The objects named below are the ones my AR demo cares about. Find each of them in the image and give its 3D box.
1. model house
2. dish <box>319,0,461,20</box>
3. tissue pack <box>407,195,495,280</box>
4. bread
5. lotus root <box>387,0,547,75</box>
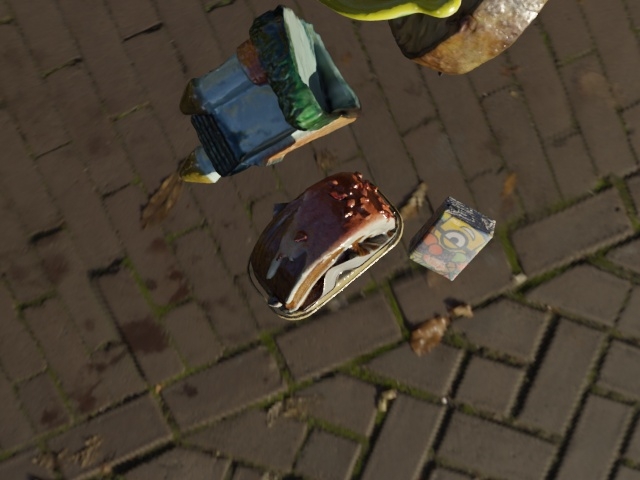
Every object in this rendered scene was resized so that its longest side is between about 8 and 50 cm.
[{"bbox_3d":[-0.108,-0.189,1.649,0.291,0.253,0.184,-32,90,15],"label":"model house"},{"bbox_3d":[0.022,-0.208,0.584,0.148,0.208,0.080,-27,144,3],"label":"dish"},{"bbox_3d":[0.139,-0.002,1.192,0.063,0.035,0.083,27,135,-12],"label":"tissue pack"},{"bbox_3d":[0.000,0.000,1.528,0.224,0.212,0.142,-38,72,-6],"label":"bread"},{"bbox_3d":[0.147,-0.262,1.175,0.074,0.260,0.170,18,71,-32],"label":"lotus root"}]
